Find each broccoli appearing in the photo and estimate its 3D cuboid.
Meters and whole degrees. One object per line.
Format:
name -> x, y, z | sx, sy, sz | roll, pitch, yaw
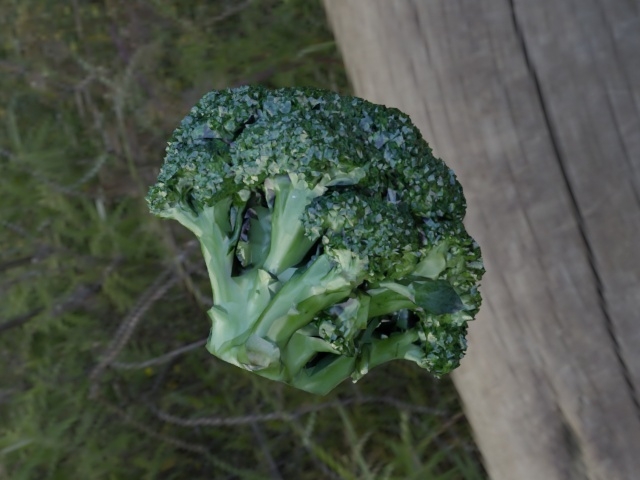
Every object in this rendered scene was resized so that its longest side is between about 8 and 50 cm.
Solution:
broccoli -> 0.000, 0.000, 0.772 | 0.195, 0.195, 0.156 | 16, 83, 38
